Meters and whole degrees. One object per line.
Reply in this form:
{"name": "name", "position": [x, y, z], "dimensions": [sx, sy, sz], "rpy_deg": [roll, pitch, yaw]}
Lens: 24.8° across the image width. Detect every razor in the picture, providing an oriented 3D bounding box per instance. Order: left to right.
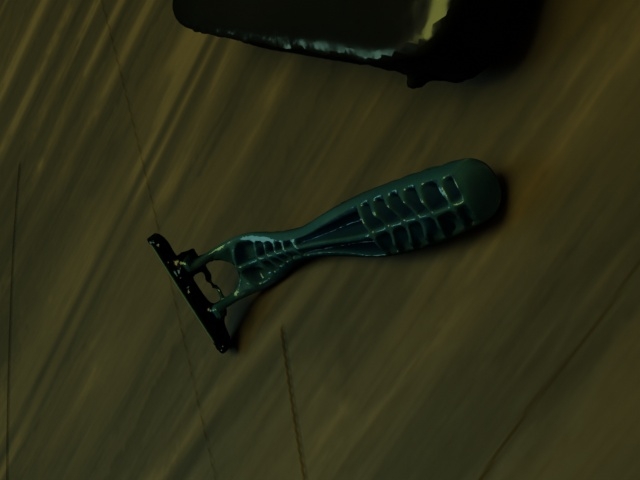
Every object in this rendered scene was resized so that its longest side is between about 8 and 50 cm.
{"name": "razor", "position": [0.000, 0.000, 0.768], "dimensions": [0.253, 0.042, 0.082], "rpy_deg": [-20, 106, 52]}

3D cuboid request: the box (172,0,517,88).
{"name": "box", "position": [0.029, -0.232, 0.772], "dimensions": [0.290, 0.073, 0.289], "rpy_deg": [20, 96, 57]}
